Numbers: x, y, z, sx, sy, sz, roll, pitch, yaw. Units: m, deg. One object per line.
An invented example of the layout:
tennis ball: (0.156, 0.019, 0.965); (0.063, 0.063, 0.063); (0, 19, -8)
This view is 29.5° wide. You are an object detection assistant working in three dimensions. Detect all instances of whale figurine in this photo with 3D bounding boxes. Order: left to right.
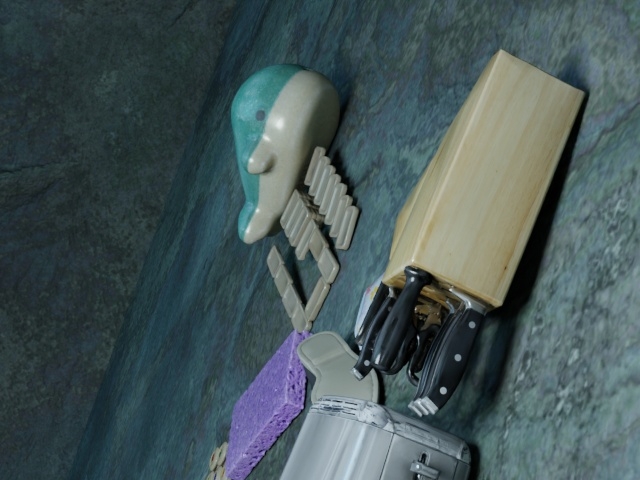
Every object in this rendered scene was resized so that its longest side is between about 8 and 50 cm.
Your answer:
whale figurine: (-0.076, -0.134, 1.812); (0.216, 0.141, 0.272); (-25, -43, -63)

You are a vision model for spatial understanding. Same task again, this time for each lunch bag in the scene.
lunch bag: (0.073, 0.074, 1.258); (0.071, 0.053, 0.083); (-49, 15, 47)

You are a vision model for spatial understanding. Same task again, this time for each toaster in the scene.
toaster: (0.037, 0.220, 1.052); (0.146, 0.129, 0.227); (-69, 16, -12)

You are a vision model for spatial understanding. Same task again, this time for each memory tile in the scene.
memory tile: (-0.140, 0.335, 1.732); (0.148, 0.012, 0.113); (136, 150, -57)

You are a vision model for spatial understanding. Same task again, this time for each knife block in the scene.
knife block: (0.122, 0.005, 1.033); (0.276, 0.088, 0.242); (-60, 8, 29)

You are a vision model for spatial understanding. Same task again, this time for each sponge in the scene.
sponge: (-0.070, 0.219, 1.603); (0.210, 0.031, 0.117); (-54, 22, 44)

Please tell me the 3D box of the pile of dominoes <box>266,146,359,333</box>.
pile of dominoes: (0.000, 0.000, 1.682); (0.196, 0.040, 0.251); (-64, 24, 19)

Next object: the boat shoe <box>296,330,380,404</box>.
boat shoe: (0.026, 0.168, 1.325); (0.206, 0.075, 0.065); (-124, 13, -65)
